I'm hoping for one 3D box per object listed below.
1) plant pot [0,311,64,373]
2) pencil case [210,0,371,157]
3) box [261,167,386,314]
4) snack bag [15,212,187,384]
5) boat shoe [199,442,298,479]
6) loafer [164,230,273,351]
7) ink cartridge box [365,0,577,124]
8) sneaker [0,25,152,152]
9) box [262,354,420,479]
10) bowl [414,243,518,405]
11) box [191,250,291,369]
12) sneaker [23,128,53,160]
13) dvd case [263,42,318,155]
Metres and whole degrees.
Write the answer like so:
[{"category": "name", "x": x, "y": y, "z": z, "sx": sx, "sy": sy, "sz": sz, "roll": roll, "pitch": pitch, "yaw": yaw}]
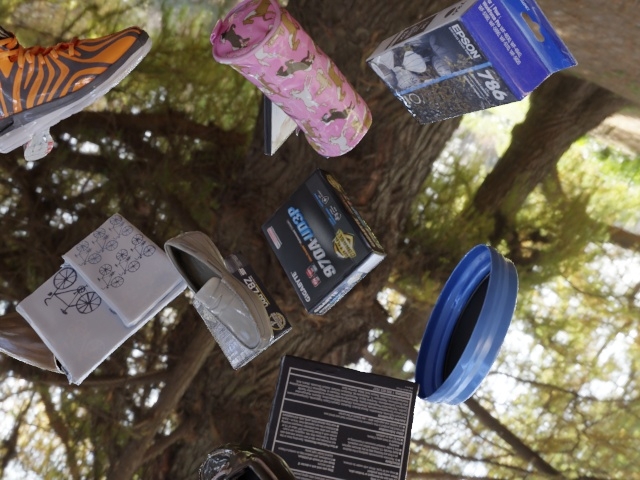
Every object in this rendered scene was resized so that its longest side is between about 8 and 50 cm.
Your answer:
[{"category": "plant pot", "x": -0.895, "y": 0.300, "z": 1.846, "sx": 0.230, "sy": 0.215, "sz": 0.215, "roll": 5, "pitch": -163, "yaw": 2}, {"category": "pencil case", "x": -0.048, "y": -0.321, "z": 1.191, "sx": 0.386, "sy": 0.167, "sz": 0.160, "roll": 36, "pitch": -156, "yaw": -52}, {"category": "box", "x": 0.000, "y": 0.000, "z": 1.099, "sx": 0.051, "sy": 0.175, "sz": 0.220, "roll": 17, "pitch": -145, "yaw": -51}, {"category": "snack bag", "x": -0.520, "y": 0.119, "z": 1.369, "sx": 0.323, "sy": 0.342, "sz": 0.037, "roll": 35, "pitch": 160, "yaw": 32}, {"category": "boat shoe", "x": -0.080, "y": 0.346, "z": 0.766, "sx": 0.095, "sy": 0.112, "sz": 0.335, "roll": 30, "pitch": 167, "yaw": -40}, {"category": "loafer", "x": -0.226, "y": 0.115, "z": 1.276, "sx": 0.319, "sy": 0.112, "sz": 0.111, "roll": 48, "pitch": -152, "yaw": 16}, {"category": "ink cartridge box", "x": 0.221, "y": -0.284, "z": 0.937, "sx": 0.165, "sy": 0.065, "sz": 0.333, "roll": 44, "pitch": 163, "yaw": -19}, {"category": "sneaker", "x": -0.431, "y": -0.279, "z": 0.898, "sx": 0.180, "sy": 0.321, "sz": 0.124, "roll": 57, "pitch": -173, "yaw": -28}, {"category": "box", "x": 0.028, "y": 0.426, "z": 1.240, "sx": 0.296, "sy": 0.294, "sz": 0.183, "roll": 13, "pitch": 159, "yaw": 0}, {"category": "bowl", "x": 0.336, "y": 0.199, "z": 1.368, "sx": 0.077, "sy": 0.391, "sz": 0.391, "roll": 24, "pitch": -164, "yaw": -1}, {"category": "box", "x": -0.291, "y": 0.256, "z": 2.054, "sx": 0.097, "sy": 0.395, "sz": 0.318, "roll": -31, "pitch": -99, "yaw": -36}, {"category": "sneaker", "x": -0.632, "y": -0.243, "z": 1.298, "sx": 0.061, "sy": 0.158, "sz": 0.065, "roll": -23, "pitch": -110, "yaw": -42}, {"category": "dvd case", "x": -0.069, "y": -0.342, "z": 1.411, "sx": 0.022, "sy": 0.180, "sz": 0.253, "roll": 19, "pitch": -134, "yaw": 15}]
